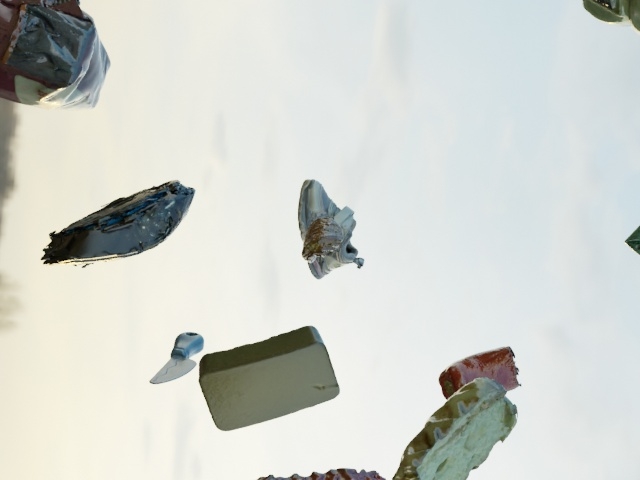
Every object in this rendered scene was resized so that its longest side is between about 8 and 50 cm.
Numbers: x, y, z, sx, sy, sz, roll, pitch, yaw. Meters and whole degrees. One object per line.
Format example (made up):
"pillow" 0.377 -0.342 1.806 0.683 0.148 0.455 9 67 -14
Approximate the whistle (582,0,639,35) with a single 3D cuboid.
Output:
"whistle" 0.339 -0.278 1.420 0.253 0.106 0.101 40 -59 44

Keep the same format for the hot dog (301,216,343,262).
"hot dog" 0.000 0.000 1.722 0.058 0.035 0.083 -32 -163 18

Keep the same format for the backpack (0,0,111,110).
"backpack" -0.525 -0.340 2.226 0.283 0.317 0.197 109 -1 -80

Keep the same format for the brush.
"brush" -0.078 0.205 1.969 0.059 0.197 0.123 -106 -179 -53

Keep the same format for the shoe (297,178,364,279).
"shoe" 0.017 -0.019 2.219 0.089 0.092 0.180 -73 154 -63

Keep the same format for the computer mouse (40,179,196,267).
"computer mouse" -0.279 -0.014 1.857 0.077 0.242 0.146 68 -14 -10

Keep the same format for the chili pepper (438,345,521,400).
"chili pepper" 0.249 0.214 2.083 0.073 0.123 0.070 86 -16 -46

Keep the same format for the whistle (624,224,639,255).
"whistle" 0.537 -0.054 1.995 0.186 0.039 0.039 -47 -162 0

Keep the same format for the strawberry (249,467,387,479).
"strawberry" 0.010 0.362 1.582 0.188 0.286 0.106 -55 -140 29

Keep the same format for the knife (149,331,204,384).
"knife" -0.233 0.200 2.188 0.244 0.058 0.032 -70 170 -76

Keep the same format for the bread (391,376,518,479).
"bread" 0.194 0.297 1.942 0.088 0.232 0.128 17 -44 43
